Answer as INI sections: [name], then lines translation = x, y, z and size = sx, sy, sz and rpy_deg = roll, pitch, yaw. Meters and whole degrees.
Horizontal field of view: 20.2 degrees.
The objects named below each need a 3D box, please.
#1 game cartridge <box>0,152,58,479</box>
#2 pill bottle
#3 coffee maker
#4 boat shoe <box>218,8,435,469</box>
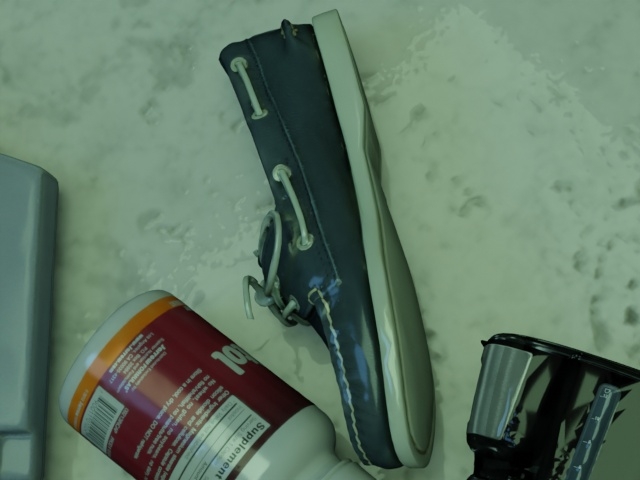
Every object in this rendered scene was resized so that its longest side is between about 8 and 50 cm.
[game cartridge]
translation = -0.287, 0.036, 0.968
size = 0.294, 0.060, 0.196
rpy_deg = -1, 79, 8
[pill bottle]
translation = -0.049, 0.100, 0.899
size = 0.152, 0.086, 0.086
rpy_deg = 37, 83, 14
[coffee maker]
translation = 0.127, 0.153, 0.855
size = 0.171, 0.120, 0.178
rpy_deg = 25, 81, -5
[boat shoe]
translation = 0.000, 0.000, 0.912
size = 0.079, 0.095, 0.254
rpy_deg = -15, 70, 6
